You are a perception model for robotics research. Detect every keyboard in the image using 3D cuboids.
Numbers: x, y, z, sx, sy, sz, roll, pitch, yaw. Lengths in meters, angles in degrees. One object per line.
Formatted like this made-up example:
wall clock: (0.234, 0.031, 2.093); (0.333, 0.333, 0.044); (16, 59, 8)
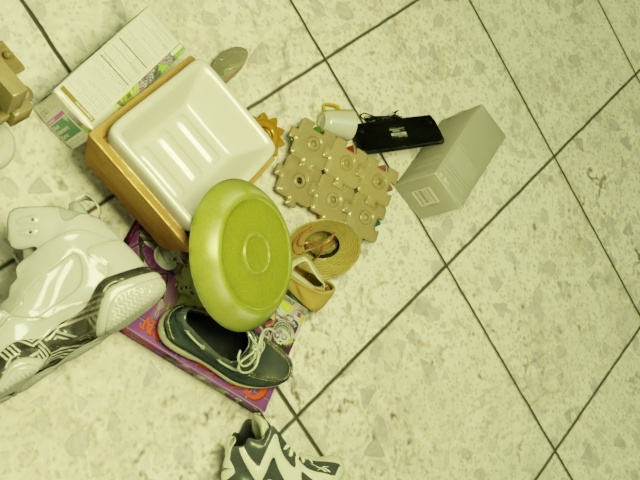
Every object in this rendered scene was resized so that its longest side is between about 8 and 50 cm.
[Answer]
keyboard: (0.150, -0.218, 1.756); (0.192, 0.038, 0.100); (-9, 63, -21)

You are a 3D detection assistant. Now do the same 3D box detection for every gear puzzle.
gear puzzle: (-0.012, -0.127, 1.629); (0.339, 0.044, 0.175); (28, 72, -26)

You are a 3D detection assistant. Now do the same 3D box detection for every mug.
mug: (0.026, -0.230, 1.679); (0.064, 0.078, 0.062); (3, 110, -28)

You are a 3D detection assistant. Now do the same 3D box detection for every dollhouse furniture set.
dollhouse furniture set: (-0.449, -0.247, 1.233); (0.144, 0.151, 0.123); (50, 53, -1)

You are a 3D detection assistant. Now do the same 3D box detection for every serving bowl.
serving bowl: (-0.490, -0.145, 1.275); (0.083, 0.027, 0.083); (9, 74, -35)

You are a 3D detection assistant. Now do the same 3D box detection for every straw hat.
straw hat: (0.000, 0.000, 1.589); (0.145, 0.144, 0.061); (30, 23, -29)

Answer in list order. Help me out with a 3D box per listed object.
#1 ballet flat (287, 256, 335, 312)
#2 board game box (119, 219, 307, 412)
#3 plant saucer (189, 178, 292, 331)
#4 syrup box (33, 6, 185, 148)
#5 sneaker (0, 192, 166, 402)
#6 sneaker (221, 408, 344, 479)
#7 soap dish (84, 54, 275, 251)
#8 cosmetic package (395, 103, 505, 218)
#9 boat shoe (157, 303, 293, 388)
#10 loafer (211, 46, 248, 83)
ballet flat: (-0.066, 0.039, 1.522); (0.232, 0.073, 0.080); (40, 22, -28)
board game box: (-0.193, 0.115, 1.431); (0.347, 0.056, 0.208); (37, 64, -25)
plant saucer: (-0.110, 0.021, 1.338); (0.241, 0.037, 0.240); (10, 78, -56)
syrup box: (-0.335, -0.260, 1.378); (0.096, 0.093, 0.236); (48, 56, -19)
sneaker: (-0.420, 0.086, 1.213); (0.366, 0.137, 0.210); (-32, 85, -24)
sneaker: (-0.064, 0.351, 1.441); (0.235, 0.094, 0.152); (-6, 91, -28)
soap dish: (-0.222, -0.138, 1.384); (0.229, 0.118, 0.291); (50, 41, -13)
cosmetic package: (0.273, -0.166, 1.800); (0.107, 0.127, 0.238); (51, 56, -17)
boat shoe: (-0.136, 0.168, 1.383); (0.255, 0.079, 0.095); (34, 56, -29)
loafer: (-0.175, -0.304, 1.551); (0.045, 0.039, 0.125); (31, 53, 10)
